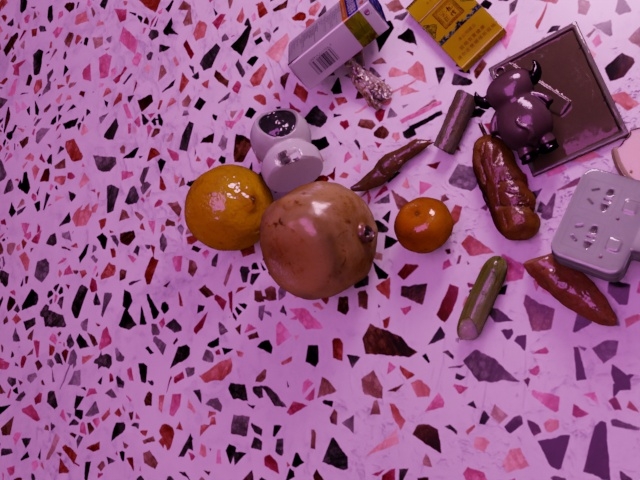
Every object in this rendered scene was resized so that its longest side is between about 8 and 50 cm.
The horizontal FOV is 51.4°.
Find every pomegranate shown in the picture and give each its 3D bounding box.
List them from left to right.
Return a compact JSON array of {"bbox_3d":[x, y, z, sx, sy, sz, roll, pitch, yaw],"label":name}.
[{"bbox_3d":[0.000,0.000,1.830,0.333,0.333,0.332,-6,78,30],"label":"pomegranate"}]

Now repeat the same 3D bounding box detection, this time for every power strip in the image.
[{"bbox_3d":[0.692,-0.014,1.516,0.261,0.141,0.229,23,83,29],"label":"power strip"}]

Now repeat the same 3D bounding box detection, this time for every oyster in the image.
[{"bbox_3d":[0.130,-0.467,1.974,0.200,0.061,0.106,34,100,23],"label":"oyster"}]

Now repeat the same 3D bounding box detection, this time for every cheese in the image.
[{"bbox_3d":[0.761,-0.139,1.556,0.127,0.050,0.255,-10,84,29],"label":"cheese"}]

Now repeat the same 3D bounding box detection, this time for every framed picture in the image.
[{"bbox_3d":[0.601,-0.360,1.705,0.247,0.022,0.334,-26,70,25],"label":"framed picture"}]

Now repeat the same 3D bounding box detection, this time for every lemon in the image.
[{"bbox_3d":[-0.278,-0.099,2.035,0.293,0.293,0.292,-6,78,30],"label":"lemon"}]

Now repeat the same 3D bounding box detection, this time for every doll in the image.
[{"bbox_3d":[0.503,-0.326,1.676,0.182,0.117,0.257,-28,70,22],"label":"doll"}]

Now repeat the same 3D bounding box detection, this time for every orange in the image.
[{"bbox_3d":[0.277,-0.037,1.773,0.159,0.136,0.158,-15,56,22],"label":"orange"}]

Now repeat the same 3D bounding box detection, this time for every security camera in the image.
[{"bbox_3d":[-0.112,-0.288,2.021,0.195,0.195,0.236,-32,62,22],"label":"security camera"}]

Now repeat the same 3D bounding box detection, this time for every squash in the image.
[{"bbox_3d":[0.412,0.149,1.699,0.069,0.069,0.238,25,94,31],"label":"squash"}]

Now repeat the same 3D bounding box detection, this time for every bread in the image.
[{"bbox_3d":[0.463,-0.158,1.715,0.124,0.084,0.343,-25,69,24],"label":"bread"}]

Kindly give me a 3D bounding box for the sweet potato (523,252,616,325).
[{"bbox_3d":[0.596,0.112,1.581,0.251,0.097,0.097,45,105,30],"label":"sweet potato"}]

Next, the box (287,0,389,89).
[{"bbox_3d":[0.046,-0.607,1.975,0.300,0.106,0.200,-33,31,20],"label":"box"}]

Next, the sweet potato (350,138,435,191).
[{"bbox_3d":[0.201,-0.216,1.893,0.274,0.067,0.067,-34,66,19],"label":"sweet potato"}]

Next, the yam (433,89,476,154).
[{"bbox_3d":[0.369,-0.320,1.811,0.068,0.068,0.169,28,100,31],"label":"yam"}]

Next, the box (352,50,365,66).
[{"bbox_3d":[0.108,-0.567,2.037,0.046,0.012,0.083,-15,75,29],"label":"box"}]

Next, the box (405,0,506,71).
[{"bbox_3d":[0.378,-0.619,1.874,0.153,0.041,0.279,-43,63,19],"label":"box"}]
